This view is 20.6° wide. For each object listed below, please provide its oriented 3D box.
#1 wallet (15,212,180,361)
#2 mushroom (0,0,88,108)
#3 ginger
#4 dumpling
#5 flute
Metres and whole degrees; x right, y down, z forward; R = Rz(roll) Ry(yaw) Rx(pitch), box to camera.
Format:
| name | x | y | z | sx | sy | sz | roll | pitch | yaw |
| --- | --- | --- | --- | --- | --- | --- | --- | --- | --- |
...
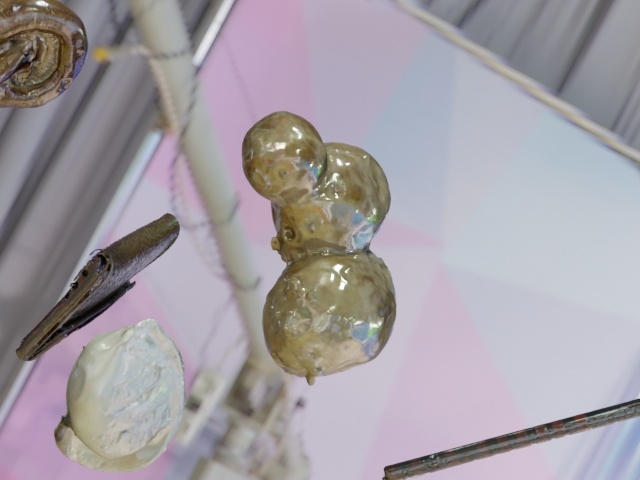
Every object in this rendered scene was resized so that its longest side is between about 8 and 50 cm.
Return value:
| name | x | y | z | sx | sy | sz | roll | pitch | yaw |
| --- | --- | --- | --- | --- | --- | --- | --- | --- | --- |
| wallet | -0.209 | 0.044 | 1.703 | 0.039 | 0.133 | 0.243 | 44 | 13 | 1 |
| mushroom | -0.335 | -0.200 | 1.903 | 0.170 | 0.135 | 0.080 | -21 | 38 | -29 |
| ginger | 0.000 | 0.000 | 2.004 | 0.155 | 0.304 | 0.244 | -10 | 3 | 28 |
| dumpling | -0.213 | 0.171 | 1.933 | 0.150 | 0.176 | 0.092 | 22 | -7 | -39 |
| flute | 0.171 | 0.125 | 1.192 | 0.269 | 0.014 | 0.014 | -14 | -1 | -3 |
